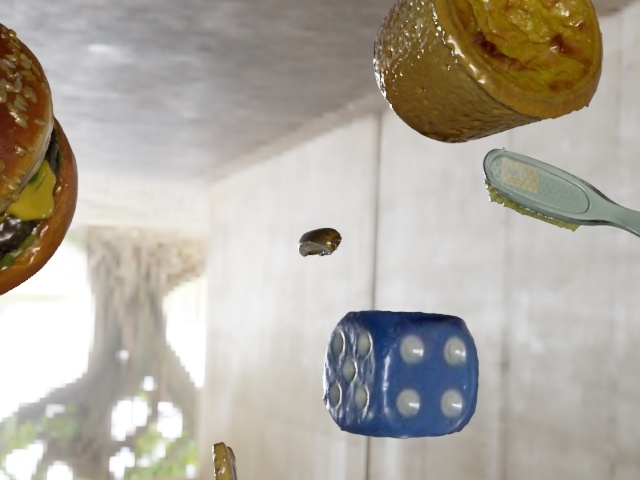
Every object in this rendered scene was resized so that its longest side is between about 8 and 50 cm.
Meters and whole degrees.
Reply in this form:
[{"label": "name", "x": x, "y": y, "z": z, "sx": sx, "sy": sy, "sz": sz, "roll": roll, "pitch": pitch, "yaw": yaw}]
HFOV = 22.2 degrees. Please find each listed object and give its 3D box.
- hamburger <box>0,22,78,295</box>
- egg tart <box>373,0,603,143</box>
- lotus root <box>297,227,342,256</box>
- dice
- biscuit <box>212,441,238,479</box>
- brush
[{"label": "hamburger", "x": -0.384, "y": -0.087, "z": 1.584, "sx": 0.291, "sy": 0.291, "sz": 0.225, "roll": 2, "pitch": 154, "yaw": 6}, {"label": "egg tart", "x": 0.150, "y": -0.178, "z": 1.525, "sx": 0.202, "sy": 0.203, "sz": 0.147, "roll": 4, "pitch": 156, "yaw": -33}, {"label": "lotus root", "x": -0.002, "y": -0.001, "z": 2.112, "sx": 0.030, "sy": 0.037, "sz": 0.083, "roll": 47, "pitch": 156, "yaw": -19}, {"label": "dice", "x": 0.096, "y": 0.157, "z": 1.922, "sx": 0.146, "sy": 0.146, "sz": 0.143, "roll": 5, "pitch": 176, "yaw": -31}, {"label": "biscuit", "x": -0.125, "y": 0.357, "z": 2.261, "sx": 0.030, "sy": 0.153, "sz": 0.234, "roll": -5, "pitch": 161, "yaw": -1}, {"label": "brush", "x": 0.313, "y": -0.029, "z": 1.921, "sx": 0.296, "sy": 0.068, "sz": 0.060, "roll": 20, "pitch": 146, "yaw": -12}]
